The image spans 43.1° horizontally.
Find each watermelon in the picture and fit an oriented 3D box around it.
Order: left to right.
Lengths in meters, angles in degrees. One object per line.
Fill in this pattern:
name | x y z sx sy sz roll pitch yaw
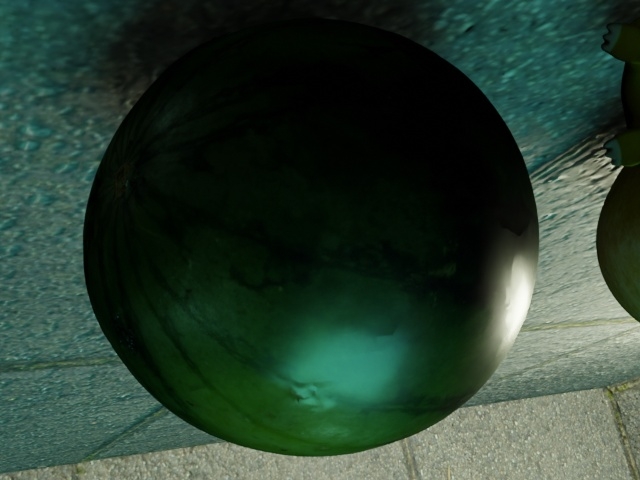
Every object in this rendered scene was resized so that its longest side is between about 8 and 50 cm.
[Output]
watermelon | -0.004 0.000 0.447 0.242 0.243 0.242 -11 161 -4

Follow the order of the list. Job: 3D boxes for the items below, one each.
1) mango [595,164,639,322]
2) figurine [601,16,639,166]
mango | 0.355 -0.006 0.700 0.221 0.199 0.384 -35 157 13
figurine | 0.261 -0.105 0.506 0.122 0.122 0.176 2 -162 40
